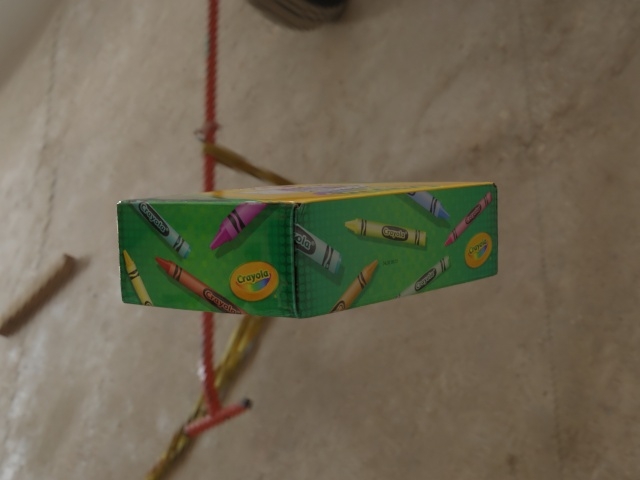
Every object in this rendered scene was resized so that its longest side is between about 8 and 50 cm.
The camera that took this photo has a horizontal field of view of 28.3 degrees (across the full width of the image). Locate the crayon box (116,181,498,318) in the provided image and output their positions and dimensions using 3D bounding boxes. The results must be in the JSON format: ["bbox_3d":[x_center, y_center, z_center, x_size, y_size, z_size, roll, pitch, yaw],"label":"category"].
[{"bbox_3d":[0.000,0.000,0.980,0.165,0.278,0.081,2,96,36],"label":"crayon box"}]
